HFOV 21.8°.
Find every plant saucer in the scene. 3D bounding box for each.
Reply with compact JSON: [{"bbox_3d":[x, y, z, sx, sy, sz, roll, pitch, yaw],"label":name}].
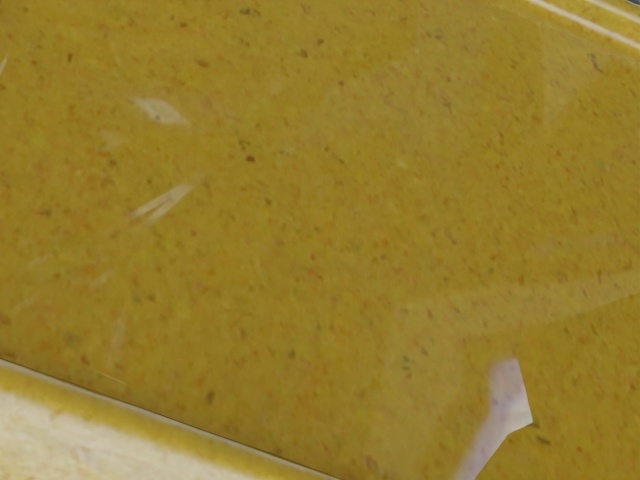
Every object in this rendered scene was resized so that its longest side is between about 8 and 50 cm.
[{"bbox_3d":[0.000,0.000,0.445,0.332,0.081,0.333,20,-138,-12],"label":"plant saucer"}]
